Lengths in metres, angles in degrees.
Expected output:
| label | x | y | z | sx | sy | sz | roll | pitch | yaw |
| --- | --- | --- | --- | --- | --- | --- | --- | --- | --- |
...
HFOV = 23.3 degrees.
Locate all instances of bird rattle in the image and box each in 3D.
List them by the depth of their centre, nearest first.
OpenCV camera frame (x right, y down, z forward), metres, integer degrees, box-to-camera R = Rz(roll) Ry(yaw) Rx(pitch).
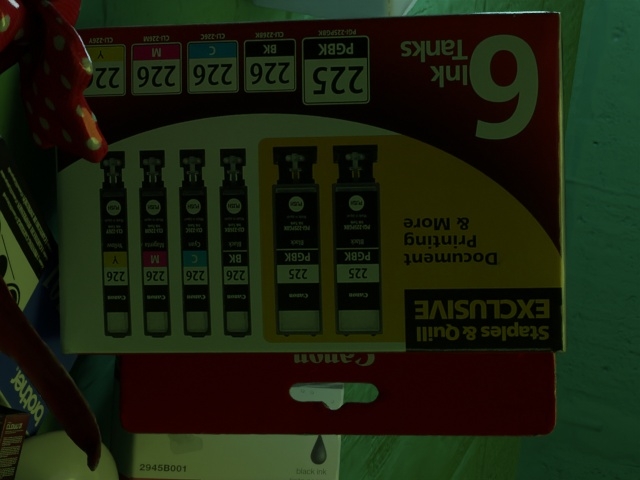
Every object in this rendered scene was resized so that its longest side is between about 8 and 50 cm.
| label | x | y | z | sx | sy | sz | roll | pitch | yaw |
| --- | --- | --- | --- | --- | --- | --- | --- | --- | --- |
| bird rattle | -0.139 | -0.178 | 0.836 | 0.207 | 0.143 | 0.253 | -98 | -171 | -68 |

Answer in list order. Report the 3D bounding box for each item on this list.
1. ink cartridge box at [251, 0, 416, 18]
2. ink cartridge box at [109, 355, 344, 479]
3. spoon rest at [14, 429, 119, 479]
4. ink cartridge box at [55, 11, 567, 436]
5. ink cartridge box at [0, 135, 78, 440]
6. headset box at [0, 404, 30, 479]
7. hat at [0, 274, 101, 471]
| label | x | y | z | sx | sy | sz | roll | pitch | yaw |
| --- | --- | --- | --- | --- | --- | --- | --- | --- | --- |
| ink cartridge box | 0.036 | -0.355 | 1.231 | 0.226 | 0.131 | 0.306 | -56 | 154 | -48 |
| ink cartridge box | -0.067 | 0.107 | 1.131 | 0.092 | 0.159 | 0.217 | 174 | -81 | -73 |
| spoon rest | -0.188 | 0.239 | 1.058 | 0.137 | 0.084 | 0.276 | -27 | 131 | -29 |
| ink cartridge box | 0.000 | 0.000 | 0.983 | 0.130 | 0.309 | 0.271 | -18 | 106 | -81 |
| ink cartridge box | -0.200 | 0.029 | 0.936 | 0.207 | 0.046 | 0.097 | 77 | 33 | -56 |
| headset box | -0.215 | 0.129 | 0.935 | 0.032 | 0.062 | 0.083 | 11 | 93 | -72 |
| hat | -0.153 | -0.055 | 0.643 | 0.208 | 0.184 | 0.173 | 83 | 27 | -47 |
